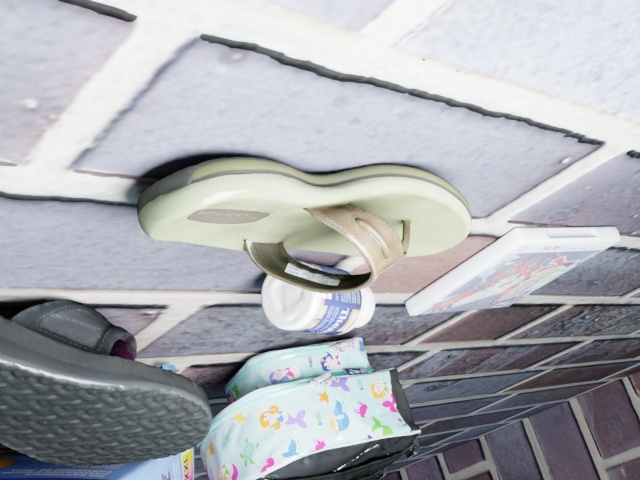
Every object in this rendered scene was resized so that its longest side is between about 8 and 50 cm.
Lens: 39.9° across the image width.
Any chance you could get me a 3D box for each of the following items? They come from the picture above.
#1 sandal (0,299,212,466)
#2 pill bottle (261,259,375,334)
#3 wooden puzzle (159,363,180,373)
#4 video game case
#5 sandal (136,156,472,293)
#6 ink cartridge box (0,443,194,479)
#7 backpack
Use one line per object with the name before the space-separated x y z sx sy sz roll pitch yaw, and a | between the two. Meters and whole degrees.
sandal | -0.244 0.099 0.753 0.167 0.107 0.446 -24 146 20
pill bottle | 0.002 0.058 0.866 0.067 0.067 0.120 -29 157 28
wooden puzzle | -0.213 0.167 1.046 0.116 0.014 0.078 -26 162 21
video game case | 0.230 0.038 1.064 0.183 0.023 0.201 -1 154 -37
sandal | -0.002 0.001 0.687 0.302 0.086 0.120 0 153 -40
ink cartridge box | -0.306 0.307 0.924 0.270 0.151 0.395 -3 177 6
backpack | -0.030 0.241 1.128 0.253 0.191 0.225 -13 158 -33
